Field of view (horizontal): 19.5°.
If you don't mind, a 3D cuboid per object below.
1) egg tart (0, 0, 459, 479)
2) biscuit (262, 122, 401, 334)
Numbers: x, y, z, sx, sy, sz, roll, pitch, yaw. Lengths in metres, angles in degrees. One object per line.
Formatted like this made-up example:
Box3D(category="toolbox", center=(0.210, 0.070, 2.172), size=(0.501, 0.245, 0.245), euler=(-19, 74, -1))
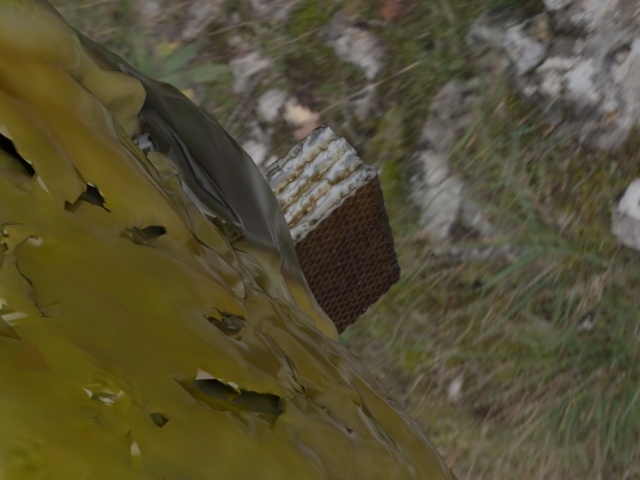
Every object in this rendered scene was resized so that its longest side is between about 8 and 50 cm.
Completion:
Box3D(category="egg tart", center=(-0.062, 0.154, 0.415), size=(0.178, 0.443, 0.443), euler=(3, 102, 26))
Box3D(category="biscuit", center=(0.000, 0.000, 1.554), size=(0.106, 0.252, 0.070), euler=(-43, 68, -11))
